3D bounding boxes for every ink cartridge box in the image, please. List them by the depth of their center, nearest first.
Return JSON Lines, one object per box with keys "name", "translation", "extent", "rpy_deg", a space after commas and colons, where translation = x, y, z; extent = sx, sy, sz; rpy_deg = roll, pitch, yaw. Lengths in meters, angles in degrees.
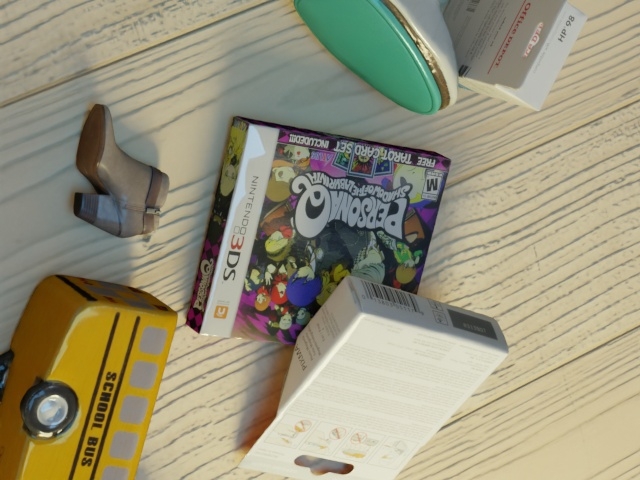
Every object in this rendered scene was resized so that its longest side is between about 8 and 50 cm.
{"name": "ink cartridge box", "translation": [0.182, -0.187, 1.641], "extent": [0.060, 0.180, 0.104], "rpy_deg": [27, 91, -31]}
{"name": "ink cartridge box", "translation": [0.045, 0.148, 1.715], "extent": [0.189, 0.066, 0.232], "rpy_deg": [17, 130, -33]}

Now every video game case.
{"name": "video game case", "translation": [0.000, 0.000, 1.676], "extent": [0.232, 0.042, 0.210], "rpy_deg": [9, 101, -30]}

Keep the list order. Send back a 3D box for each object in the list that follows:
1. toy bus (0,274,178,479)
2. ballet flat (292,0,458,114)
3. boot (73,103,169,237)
{"name": "toy bus", "translation": [-0.242, 0.203, 1.567], "extent": [0.130, 0.108, 0.332], "rpy_deg": [12, 98, -32]}
{"name": "ballet flat", "translation": [0.007, -0.273, 1.565], "extent": [0.400, 0.139, 0.139], "rpy_deg": [38, 85, -29]}
{"name": "boot", "translation": [-0.177, -0.061, 1.571], "extent": [0.087, 0.042, 0.118], "rpy_deg": [6, 102, -36]}
